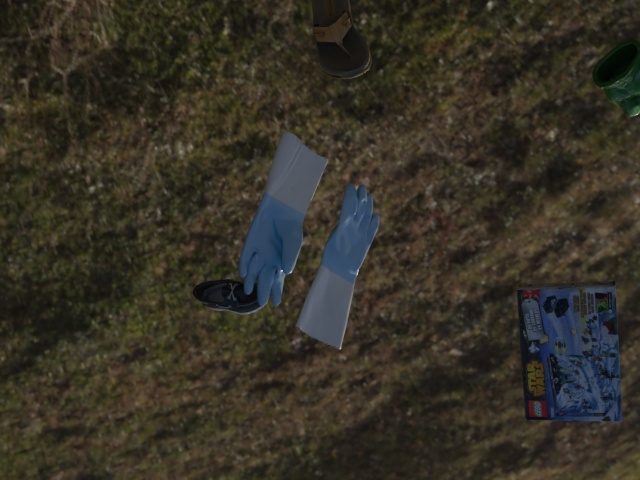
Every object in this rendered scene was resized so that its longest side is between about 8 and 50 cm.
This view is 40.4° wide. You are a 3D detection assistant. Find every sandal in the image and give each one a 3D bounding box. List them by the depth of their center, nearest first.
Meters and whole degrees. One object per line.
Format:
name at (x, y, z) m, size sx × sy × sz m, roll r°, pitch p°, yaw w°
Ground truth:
sandal at (0.020, -0.296, 1.206) m, size 0.072 × 0.180 × 0.049 m, roll -19°, pitch 150°, yaw 12°

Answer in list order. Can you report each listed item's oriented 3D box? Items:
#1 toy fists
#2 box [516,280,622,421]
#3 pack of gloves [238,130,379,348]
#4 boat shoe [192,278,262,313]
toy fists at (0.622, -0.317, 1.515) m, size 0.142 × 0.096 × 0.279 m, roll 21°, pitch 139°, yaw -30°
box at (0.246, 0.110, 0.859) m, size 0.094 × 0.136 × 0.027 m, roll -2°, pitch -171°, yaw 18°
pack of gloves at (0.000, 0.000, 1.133) m, size 0.195 × 0.232 × 0.046 m, roll 31°, pitch 157°, yaw -33°
boat shoe at (-0.125, 0.074, 1.208) m, size 0.125 × 0.046 × 0.038 m, roll 0°, pitch 157°, yaw 40°
